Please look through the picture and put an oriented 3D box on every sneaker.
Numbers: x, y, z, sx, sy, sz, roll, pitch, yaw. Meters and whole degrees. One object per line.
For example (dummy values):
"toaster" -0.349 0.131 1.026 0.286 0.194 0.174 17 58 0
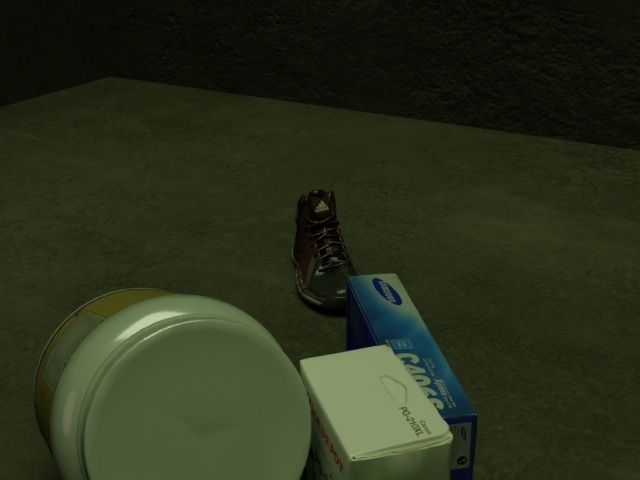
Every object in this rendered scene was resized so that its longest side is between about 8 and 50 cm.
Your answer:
"sneaker" 0.000 0.000 1.493 0.106 0.162 0.281 -6 24 -14

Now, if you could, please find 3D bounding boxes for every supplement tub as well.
"supplement tub" -0.164 0.172 0.886 0.241 0.241 0.331 -11 3 -23

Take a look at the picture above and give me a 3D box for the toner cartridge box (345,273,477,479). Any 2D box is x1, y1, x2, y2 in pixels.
"toner cartridge box" 0.100 0.188 1.058 0.075 0.165 0.348 -3 24 -9

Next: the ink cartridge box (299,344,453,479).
"ink cartridge box" 0.046 0.247 0.828 0.100 0.237 0.172 -7 24 -15
